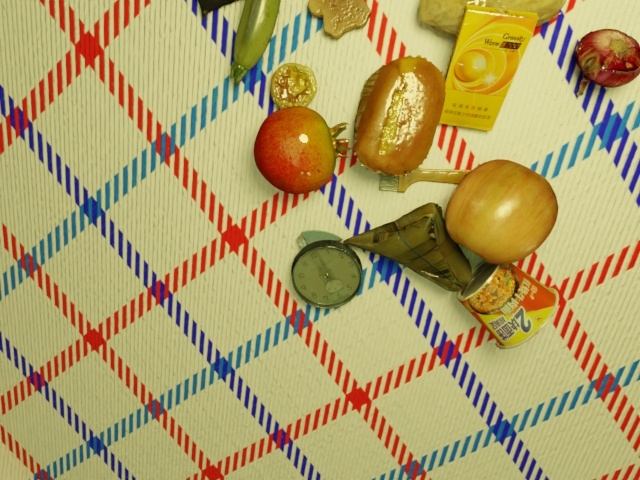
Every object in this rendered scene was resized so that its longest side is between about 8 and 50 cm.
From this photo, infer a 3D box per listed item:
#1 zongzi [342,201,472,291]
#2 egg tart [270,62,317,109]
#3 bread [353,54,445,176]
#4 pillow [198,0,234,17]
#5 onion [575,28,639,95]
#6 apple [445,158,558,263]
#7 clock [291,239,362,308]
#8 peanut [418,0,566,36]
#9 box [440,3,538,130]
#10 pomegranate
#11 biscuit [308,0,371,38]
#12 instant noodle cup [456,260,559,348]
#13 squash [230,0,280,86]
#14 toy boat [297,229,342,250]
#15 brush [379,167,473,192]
[{"bbox_3d":[0.244,0.055,1.130,0.289,0.123,0.260,-25,107,28],"label":"zongzi"},{"bbox_3d":[-0.069,-0.400,1.063,0.130,0.052,0.131,2,105,7],"label":"egg tart"},{"bbox_3d":[0.186,-0.303,0.993,0.204,0.156,0.288,17,102,1],"label":"bread"},{"bbox_3d":[-0.254,-0.640,1.020,0.150,0.048,0.091,-15,101,10],"label":"pillow"},{"bbox_3d":[0.651,-0.401,0.942,0.150,0.140,0.150,2,65,-5],"label":"onion"},{"bbox_3d":[0.439,-0.061,0.992,0.242,0.242,0.241,40,90,-5],"label":"apple"},{"bbox_3d":[0.019,0.103,1.184,0.214,0.042,0.215,0,114,0],"label":"clock"},{"bbox_3d":[0.384,-0.546,0.914,0.313,0.149,0.149,-5,106,14],"label":"peanut"},{"bbox_3d":[0.374,-0.391,0.942,0.152,0.043,0.269,9,138,5],"label":"box"},{"bbox_3d":[-0.043,-0.235,1.030,0.256,0.221,0.221,-17,103,5],"label":"pomegranate"},{"bbox_3d":[0.039,-0.625,0.990,0.165,0.036,0.226,-20,100,13],"label":"biscuit"},{"bbox_3d":[0.484,0.153,1.076,0.174,0.213,0.213,40,108,3],"label":"instant noodle cup"},{"bbox_3d":[-0.157,-0.554,1.013,0.094,0.094,0.341,20,106,2],"label":"squash"},{"bbox_3d":[0.001,0.000,1.187,0.122,0.034,0.096,-25,104,5],"label":"toy boat"},{"bbox_3d":[0.299,-0.178,1.095,0.272,0.013,0.103,4,107,7],"label":"brush"}]
